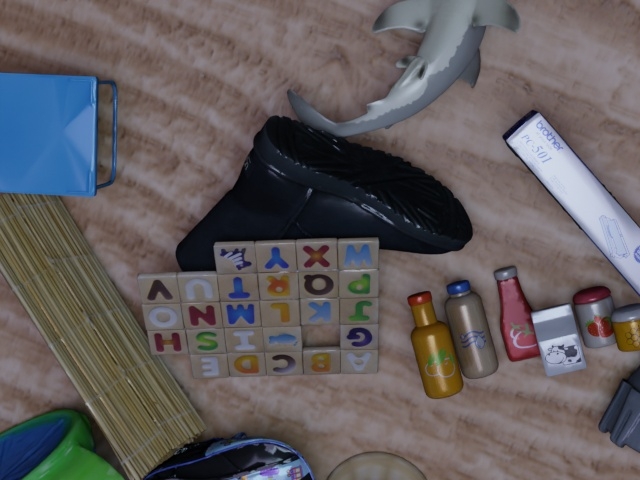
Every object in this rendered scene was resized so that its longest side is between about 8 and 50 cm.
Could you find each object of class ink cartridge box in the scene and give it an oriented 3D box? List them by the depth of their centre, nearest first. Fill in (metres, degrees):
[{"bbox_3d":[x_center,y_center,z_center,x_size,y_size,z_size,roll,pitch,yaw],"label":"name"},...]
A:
[{"bbox_3d":[0.264,-0.037,1.245,0.046,0.097,0.207,-41,92,9],"label":"ink cartridge box"}]

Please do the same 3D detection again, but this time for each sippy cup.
[{"bbox_3d":[-0.292,0.330,1.299,0.240,0.305,0.224,-33,104,-18],"label":"sippy cup"}]

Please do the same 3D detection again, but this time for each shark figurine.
[{"bbox_3d":[0.107,-0.165,1.249,0.166,0.116,0.278,40,92,34],"label":"shark figurine"}]

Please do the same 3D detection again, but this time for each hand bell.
[{"bbox_3d":[0.050,0.304,1.240,0.126,0.242,0.126,1,98,5],"label":"hand bell"}]

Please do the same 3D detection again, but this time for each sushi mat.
[{"bbox_3d":[-0.234,0.086,1.272,0.019,0.151,0.316,-35,85,26],"label":"sushi mat"}]

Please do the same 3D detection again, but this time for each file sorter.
[{"bbox_3d":[-0.299,-0.113,1.292,0.170,0.104,0.118,3,98,6],"label":"file sorter"}]

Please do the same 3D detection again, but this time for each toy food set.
[{"bbox_3d":[0.207,0.074,1.258,0.232,0.111,0.104,-15,96,12],"label":"toy food set"}]

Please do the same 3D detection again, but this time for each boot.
[{"bbox_3d":[0.000,0.000,1.273,0.246,0.094,0.207,22,129,-19],"label":"boot"}]

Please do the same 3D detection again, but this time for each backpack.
[{"bbox_3d":[-0.079,0.273,1.313,0.173,0.117,0.158,-21,95,9],"label":"backpack"}]

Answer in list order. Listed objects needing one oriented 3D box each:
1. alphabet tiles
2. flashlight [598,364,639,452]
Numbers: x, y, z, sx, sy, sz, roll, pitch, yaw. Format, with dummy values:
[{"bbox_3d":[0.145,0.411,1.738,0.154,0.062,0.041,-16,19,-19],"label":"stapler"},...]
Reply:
[{"bbox_3d":[-0.059,0.072,1.269,0.237,0.009,0.198,-2,135,0],"label":"alphabet tiles"},{"bbox_3d":[0.383,0.078,1.239,0.103,0.103,0.304,31,97,35],"label":"flashlight"}]
